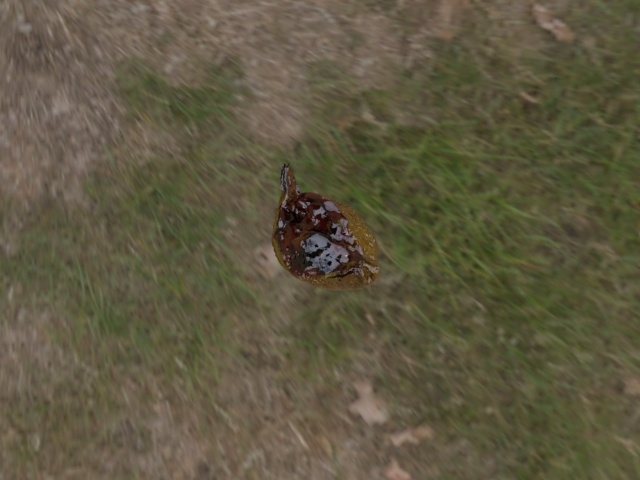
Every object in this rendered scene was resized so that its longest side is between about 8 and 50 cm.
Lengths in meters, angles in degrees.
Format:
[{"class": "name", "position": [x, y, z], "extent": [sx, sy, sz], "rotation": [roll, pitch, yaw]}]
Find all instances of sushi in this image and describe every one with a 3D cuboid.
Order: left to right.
[{"class": "sushi", "position": [0.000, 0.000, 0.963], "extent": [0.050, 0.099, 0.047], "rotation": [-51, 140, 1]}]
